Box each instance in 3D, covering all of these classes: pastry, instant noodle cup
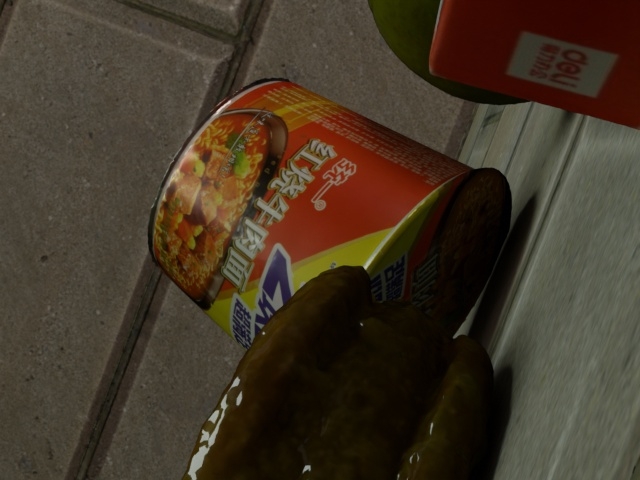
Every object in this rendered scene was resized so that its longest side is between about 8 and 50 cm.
[{"bbox_3d":[0.007,0.142,0.720,0.240,0.132,0.235,-62,-12,-3],"label":"pastry"},{"bbox_3d":[0.000,0.000,0.959,0.213,0.174,0.213,-41,-28,-28],"label":"instant noodle cup"}]

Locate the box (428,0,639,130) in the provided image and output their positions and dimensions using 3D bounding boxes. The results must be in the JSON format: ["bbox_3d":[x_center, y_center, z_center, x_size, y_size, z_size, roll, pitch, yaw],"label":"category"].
[{"bbox_3d":[0.103,-0.134,0.443,0.182,0.099,0.133,100,-176,-68],"label":"box"}]

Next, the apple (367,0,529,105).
[{"bbox_3d":[0.114,-0.183,0.889,0.196,0.157,0.196,13,-90,-83],"label":"apple"}]
